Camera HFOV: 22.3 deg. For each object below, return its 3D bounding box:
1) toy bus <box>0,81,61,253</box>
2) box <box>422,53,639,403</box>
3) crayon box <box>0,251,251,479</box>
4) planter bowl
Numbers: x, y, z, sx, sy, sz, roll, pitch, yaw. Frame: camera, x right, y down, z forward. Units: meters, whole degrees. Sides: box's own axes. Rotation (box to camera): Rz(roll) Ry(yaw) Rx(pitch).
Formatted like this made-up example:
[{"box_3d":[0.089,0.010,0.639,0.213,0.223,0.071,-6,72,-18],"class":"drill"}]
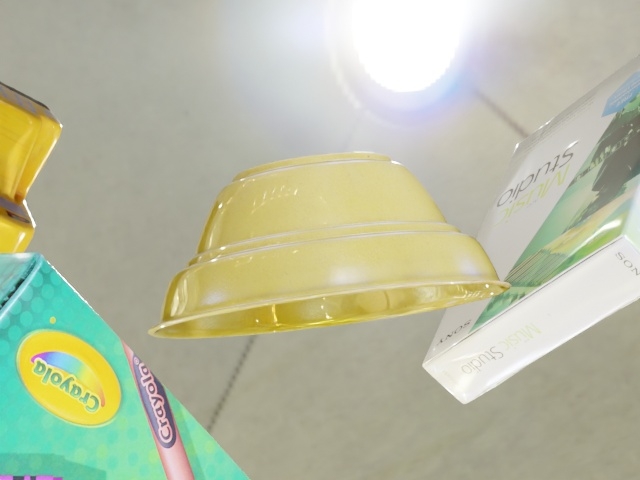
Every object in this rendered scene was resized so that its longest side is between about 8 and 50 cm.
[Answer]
[{"box_3d":[-0.324,0.031,1.271,0.332,0.108,0.130,-57,30,10],"class":"toy bus"},{"box_3d":[0.218,-0.030,1.349,0.058,0.322,0.232,41,132,-13],"class":"box"},{"box_3d":[-0.151,0.090,0.650,0.278,0.081,0.165,-2,134,51],"class":"crayon box"},{"box_3d":[0.000,0.000,0.971,0.217,0.217,0.090,-14,80,46],"class":"planter bowl"}]
